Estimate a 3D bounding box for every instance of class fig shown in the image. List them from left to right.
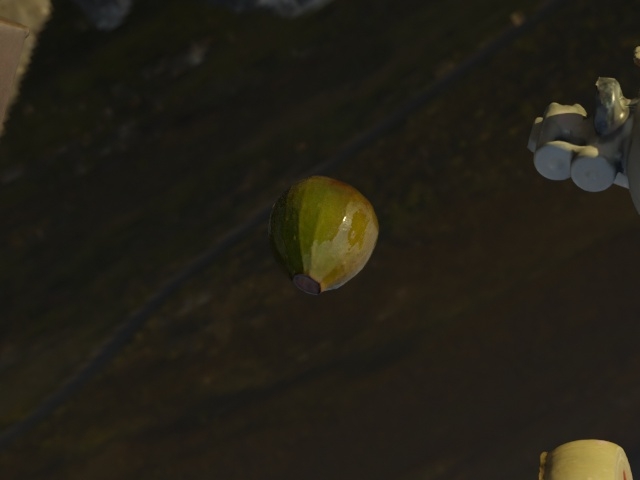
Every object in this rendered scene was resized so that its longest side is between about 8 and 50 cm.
[{"bbox_3d":[0.000,0.000,1.187,0.074,0.074,0.088,-44,-159,38],"label":"fig"}]

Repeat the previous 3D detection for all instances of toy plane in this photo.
[{"bbox_3d":[0.258,-0.069,1.188,0.245,0.245,0.117,-24,127,-24],"label":"toy plane"}]

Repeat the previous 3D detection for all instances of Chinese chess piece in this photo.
[{"bbox_3d":[0.170,0.185,1.120,0.051,0.122,0.122,-7,169,15],"label":"Chinese chess piece"}]

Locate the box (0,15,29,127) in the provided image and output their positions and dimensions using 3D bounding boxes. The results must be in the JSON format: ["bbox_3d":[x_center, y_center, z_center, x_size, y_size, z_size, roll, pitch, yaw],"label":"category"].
[{"bbox_3d":[-0.290,-0.028,0.933,0.153,0.188,0.252,0,108,-56],"label":"box"}]
